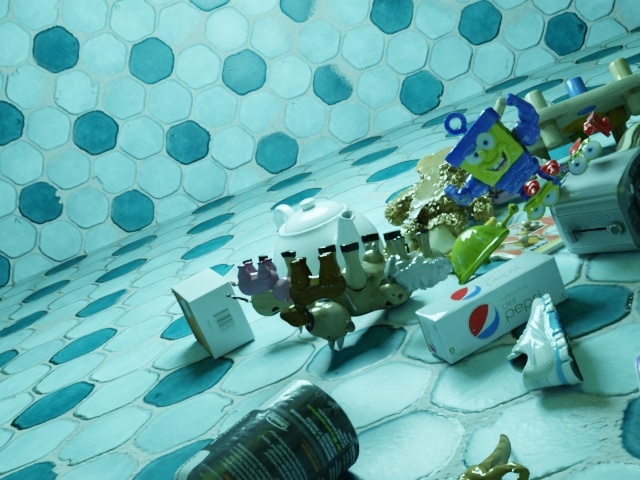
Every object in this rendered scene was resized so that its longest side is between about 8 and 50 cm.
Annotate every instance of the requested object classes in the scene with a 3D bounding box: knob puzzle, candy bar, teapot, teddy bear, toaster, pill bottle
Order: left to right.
[{"bbox_3d":[-0.080,0.277,0.911,0.246,0.130,0.130,-33,18,-35],"label":"pill bottle"},{"bbox_3d":[0.000,0.000,1.648,0.256,0.187,0.252,-17,15,21],"label":"teapot"},{"bbox_3d":[0.245,-0.057,1.636,0.245,0.113,0.338,-28,27,21],"label":"teddy bear"},{"bbox_3d":[0.284,0.007,1.491,0.018,0.040,0.161,27,49,35],"label":"candy bar"},{"bbox_3d":[0.387,-0.017,1.460,0.213,0.030,0.213,-21,15,6],"label":"knob puzzle"},{"bbox_3d":[0.480,-0.069,1.309,0.146,0.129,0.227,-11,26,43],"label":"toaster"}]

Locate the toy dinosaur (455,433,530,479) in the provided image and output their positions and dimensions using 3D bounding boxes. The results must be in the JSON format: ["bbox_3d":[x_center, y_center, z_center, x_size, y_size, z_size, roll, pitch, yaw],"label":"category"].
[{"bbox_3d":[0.167,0.244,0.806,0.211,0.064,0.112,-33,17,-37],"label":"toy dinosaur"}]

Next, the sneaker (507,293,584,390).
[{"bbox_3d":[0.280,0.132,1.030,0.083,0.071,0.190,-24,14,17],"label":"sneaker"}]

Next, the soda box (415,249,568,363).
[{"bbox_3d":[0.253,0.095,1.175,0.216,0.073,0.069,-26,16,-16],"label":"soda box"}]

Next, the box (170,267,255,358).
[{"bbox_3d":[-0.216,0.141,1.572,0.091,0.130,0.170,-28,15,-17],"label":"box"}]

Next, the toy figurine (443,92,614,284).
[{"bbox_3d":[0.284,-0.127,1.343,0.362,0.217,0.191,-51,2,26],"label":"toy figurine"}]

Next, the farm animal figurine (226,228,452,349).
[{"bbox_3d":[0.027,0.093,1.369,0.327,0.172,0.330,-14,4,-17],"label":"farm animal figurine"}]

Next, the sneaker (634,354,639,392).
[{"bbox_3d":[0.425,0.104,0.843,0.161,0.102,0.282,-11,22,48],"label":"sneaker"}]

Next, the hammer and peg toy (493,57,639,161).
[{"bbox_3d":[0.510,-0.243,1.707,0.361,0.127,0.266,-20,-15,5],"label":"hammer and peg toy"}]

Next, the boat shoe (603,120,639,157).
[{"bbox_3d":[0.618,-0.152,1.516,0.095,0.095,0.257,11,40,40],"label":"boat shoe"}]

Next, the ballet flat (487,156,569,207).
[{"bbox_3d":[0.437,-0.132,1.690,0.222,0.079,0.077,-18,16,16],"label":"ballet flat"}]
